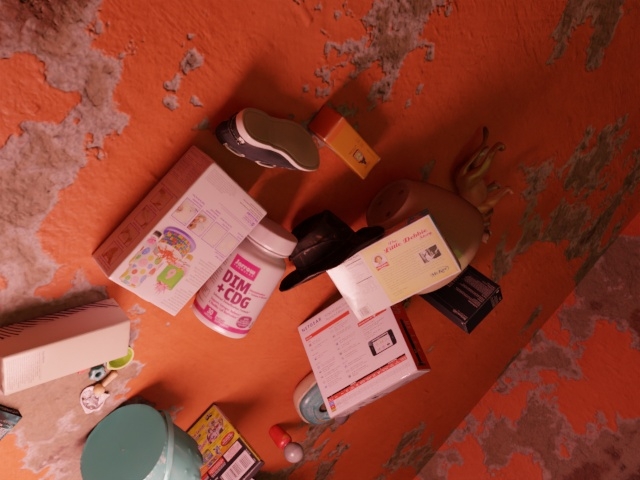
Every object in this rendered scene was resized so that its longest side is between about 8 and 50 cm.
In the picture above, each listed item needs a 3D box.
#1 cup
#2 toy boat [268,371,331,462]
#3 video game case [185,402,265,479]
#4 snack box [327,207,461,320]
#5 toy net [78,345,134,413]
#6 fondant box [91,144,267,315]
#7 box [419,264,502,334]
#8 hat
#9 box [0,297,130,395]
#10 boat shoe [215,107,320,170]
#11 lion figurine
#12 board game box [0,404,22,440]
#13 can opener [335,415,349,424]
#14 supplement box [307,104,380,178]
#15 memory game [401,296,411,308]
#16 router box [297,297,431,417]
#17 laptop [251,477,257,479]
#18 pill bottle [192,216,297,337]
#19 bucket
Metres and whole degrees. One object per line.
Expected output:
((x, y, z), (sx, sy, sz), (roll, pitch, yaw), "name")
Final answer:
((0.270, -0.043, 1.951), (0.237, 0.331, 0.331), (39, 90, -27), "cup")
((-0.029, 0.602, 2.292), (0.318, 0.148, 0.267), (-46, 144, -7), "toy boat")
((-0.330, 0.653, 1.926), (0.275, 0.248, 0.035), (-46, 146, -6), "video game case")
((0.197, 0.069, 1.823), (0.321, 0.060, 0.187), (-28, 106, 15), "snack box")
((-0.535, 0.338, 1.605), (0.122, 0.045, 0.232), (-1, 122, -47), "toy net")
((-0.306, -0.016, 1.498), (0.330, 0.096, 0.238), (-49, 144, -4), "fondant box")
((0.481, 0.175, 2.369), (0.184, 0.261, 0.103), (-42, 143, -10), "box")
((0.000, 0.000, 1.793), (0.331, 0.134, 0.331), (-31, -175, 3), "hat")
((-0.556, 0.222, 1.438), (0.275, 0.094, 0.113), (-14, 131, -40), "box")
((-0.113, -0.223, 1.533), (0.302, 0.091, 0.114), (23, 59, -52), "boat shoe")
((0.515, -0.170, 2.240), (0.240, 0.142, 0.392), (-36, 128, -8), "lion figurine")
((-0.755, 0.397, 1.435), (0.126, 0.026, 0.186), (-47, 144, -5), "board game box")
((0.108, 0.542, 2.432), (0.076, 0.095, 0.284), (-6, 125, -45), "can opener")
((0.065, -0.248, 1.709), (0.078, 0.080, 0.233), (-51, 143, 2), "supplement box")
((0.264, 0.235, 2.401), (0.186, 0.012, 0.186), (-28, 139, -28), "memory game")
((0.119, 0.315, 1.971), (0.335, 0.301, 0.082), (-35, 152, 29), "router box")
((-0.349, 0.971, 2.205), (0.382, 0.408, 0.236), (-53, -178, 3), "laptop")
((-0.185, 0.085, 1.662), (0.160, 0.160, 0.283), (18, 106, -52), "pill bottle")
((-0.456, 0.565, 1.708), (0.281, 0.281, 0.183), (-41, 138, -13), "bucket")
